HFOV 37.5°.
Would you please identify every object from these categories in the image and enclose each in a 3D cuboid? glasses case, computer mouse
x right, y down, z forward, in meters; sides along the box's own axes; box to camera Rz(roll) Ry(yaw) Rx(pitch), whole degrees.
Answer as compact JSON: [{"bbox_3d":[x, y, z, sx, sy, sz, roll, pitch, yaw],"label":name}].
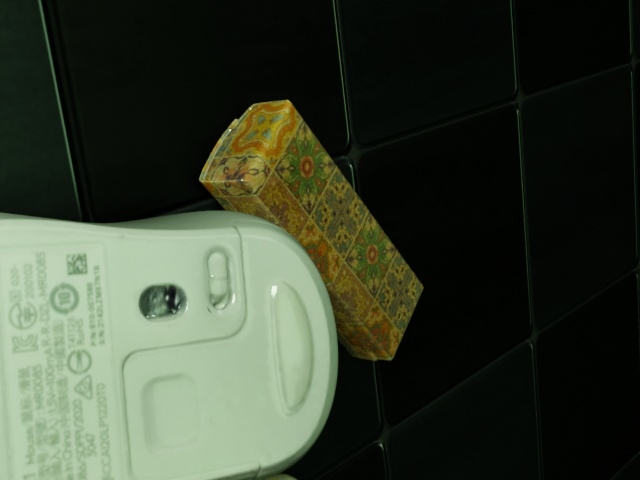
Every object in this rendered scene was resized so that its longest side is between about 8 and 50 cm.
[{"bbox_3d":[0.000,0.000,0.702,0.218,0.049,0.075,51,53,-38],"label":"glasses case"},{"bbox_3d":[-0.129,0.066,0.526,0.296,0.121,0.184,-9,93,-32],"label":"computer mouse"}]

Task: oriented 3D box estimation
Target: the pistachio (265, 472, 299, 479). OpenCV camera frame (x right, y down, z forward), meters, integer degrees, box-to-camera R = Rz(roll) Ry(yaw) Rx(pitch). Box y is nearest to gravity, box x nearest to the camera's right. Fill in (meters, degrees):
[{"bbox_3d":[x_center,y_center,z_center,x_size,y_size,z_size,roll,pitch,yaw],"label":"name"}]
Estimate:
[{"bbox_3d":[-0.028,0.303,0.594,0.238,0.229,0.321,-16,104,2],"label":"pistachio"}]
